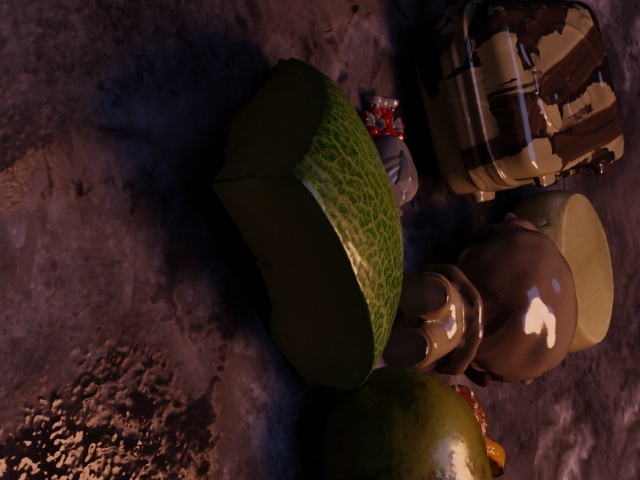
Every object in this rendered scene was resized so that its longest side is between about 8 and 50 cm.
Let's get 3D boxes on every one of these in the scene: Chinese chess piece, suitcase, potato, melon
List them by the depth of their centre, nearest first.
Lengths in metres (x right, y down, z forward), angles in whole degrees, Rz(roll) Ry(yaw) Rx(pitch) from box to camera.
[{"bbox_3d":[0.000,0.000,1.715,0.343,0.226,0.331,58,2,-29],"label":"melon"},{"bbox_3d":[0.107,0.305,1.786,0.216,0.216,0.304,-15,108,-53],"label":"potato"},{"bbox_3d":[0.276,-0.238,2.094,0.351,0.194,0.339,-14,91,-54],"label":"suitcase"},{"bbox_3d":[0.366,0.047,2.229,0.250,0.101,0.250,24,62,-56],"label":"Chinese chess piece"}]

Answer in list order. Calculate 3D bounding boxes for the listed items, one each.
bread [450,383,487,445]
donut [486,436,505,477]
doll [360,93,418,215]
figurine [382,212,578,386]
[{"bbox_3d":[0.165,0.275,1.980,0.160,0.073,0.160,14,73,-55],"label":"bread"},{"bbox_3d":[0.236,0.307,2.108,0.083,0.067,0.038,29,66,-12],"label":"donut"},{"bbox_3d":[0.089,-0.112,1.926,0.094,0.079,0.180,9,65,-38],"label":"doll"},{"bbox_3d":[0.215,0.089,1.957,0.381,0.203,0.248,-6,87,-54],"label":"figurine"}]
